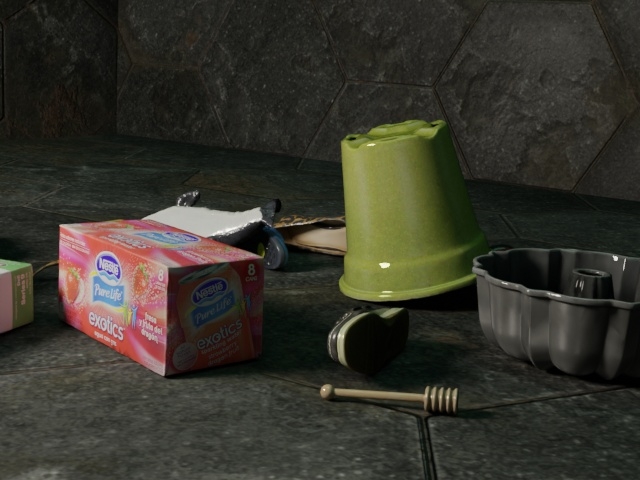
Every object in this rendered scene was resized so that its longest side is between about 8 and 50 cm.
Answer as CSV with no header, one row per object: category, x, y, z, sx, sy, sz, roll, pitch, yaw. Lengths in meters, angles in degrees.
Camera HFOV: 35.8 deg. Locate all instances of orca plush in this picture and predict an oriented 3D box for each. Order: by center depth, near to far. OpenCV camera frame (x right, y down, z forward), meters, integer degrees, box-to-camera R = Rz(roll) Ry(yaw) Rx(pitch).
orca plush,-0.203,-0.016,1.844,0.287,0.151,0.102,-20,-32,9

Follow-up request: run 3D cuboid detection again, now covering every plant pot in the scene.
plant pot,0.143,-0.063,1.664,0.276,0.254,0.276,-11,14,3

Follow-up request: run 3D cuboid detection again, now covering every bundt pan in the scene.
bundt pan,0.369,0.102,1.378,0.331,0.124,0.331,4,11,-1

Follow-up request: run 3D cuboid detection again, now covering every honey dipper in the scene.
honey dipper,0.079,0.180,1.151,0.160,0.030,0.030,4,11,10

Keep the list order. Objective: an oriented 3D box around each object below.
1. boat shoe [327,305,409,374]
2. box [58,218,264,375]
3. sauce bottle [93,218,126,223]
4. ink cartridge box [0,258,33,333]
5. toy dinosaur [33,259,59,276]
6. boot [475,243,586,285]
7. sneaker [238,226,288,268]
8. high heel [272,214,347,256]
boat shoe,0.052,0.127,1.302,0.073,0.080,0.223,2,5,24
box,-0.222,0.066,1.345,0.154,0.142,0.300,-5,14,-39
sauce bottle,-0.433,-0.015,1.956,0.042,0.042,0.128,11,16,36
ink cartridge box,-0.509,0.082,1.316,0.154,0.093,0.212,8,14,21
toy dinosaur,-0.378,0.033,1.669,0.211,0.064,0.112,3,13,-1
boot,0.400,0.046,1.778,0.244,0.088,0.176,2,9,11
sneaker,-0.092,0.006,1.873,0.082,0.069,0.209,2,11,-25
high heel,0.000,0.000,1.914,0.186,0.093,0.261,-8,13,-13
